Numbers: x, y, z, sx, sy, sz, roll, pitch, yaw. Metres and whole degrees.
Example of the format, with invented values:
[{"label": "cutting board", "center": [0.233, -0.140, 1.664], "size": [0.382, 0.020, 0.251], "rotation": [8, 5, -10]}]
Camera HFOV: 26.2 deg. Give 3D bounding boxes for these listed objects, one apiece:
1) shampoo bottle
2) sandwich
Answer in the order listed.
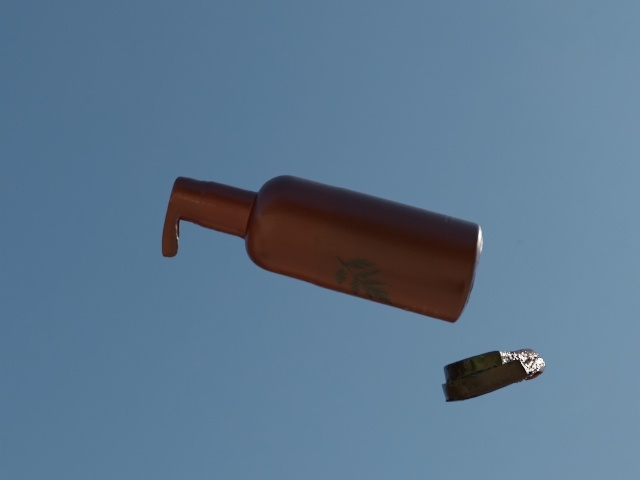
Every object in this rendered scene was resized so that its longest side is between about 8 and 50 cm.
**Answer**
[{"label": "shampoo bottle", "center": [0.001, -0.002, 1.069], "size": [0.244, 0.085, 0.085], "rotation": [13, -40, 3]}, {"label": "sandwich", "center": [0.113, 0.088, 0.921], "size": [0.069, 0.026, 0.101], "rotation": [-20, -8, 15]}]
